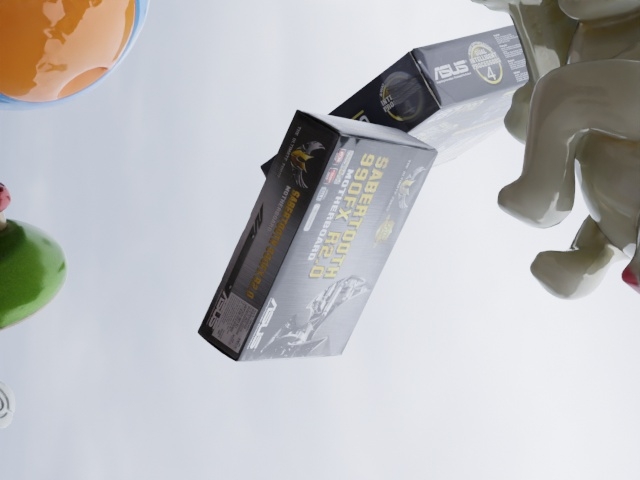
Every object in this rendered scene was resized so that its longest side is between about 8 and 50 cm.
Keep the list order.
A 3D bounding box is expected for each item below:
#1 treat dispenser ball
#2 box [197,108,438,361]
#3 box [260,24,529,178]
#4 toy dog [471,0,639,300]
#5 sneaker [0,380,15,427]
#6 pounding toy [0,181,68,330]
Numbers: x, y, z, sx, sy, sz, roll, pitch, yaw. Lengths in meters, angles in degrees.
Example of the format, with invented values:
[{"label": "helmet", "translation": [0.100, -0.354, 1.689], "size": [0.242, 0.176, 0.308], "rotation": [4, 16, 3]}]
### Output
[{"label": "treat dispenser ball", "translation": [-0.327, -0.283, 1.655], "size": [0.288, 0.288, 0.288], "rotation": [-179, -90, -73]}, {"label": "box", "translation": [0.000, 0.000, 1.434], "size": [0.056, 0.183, 0.231], "rotation": [33, -76, 30]}, {"label": "box", "translation": [0.154, -0.172, 2.085], "size": [0.318, 0.395, 0.097], "rotation": [-32, -98, 43]}, {"label": "toy dog", "translation": [0.340, -0.074, 1.335], "size": [0.284, 0.395, 0.408], "rotation": [77, 0, -49]}, {"label": "sneaker", "translation": [-0.525, 0.192, 2.060], "size": [0.095, 0.235, 0.090], "rotation": [-23, -145, 43]}, {"label": "pounding toy", "translation": [-0.394, 0.011, 1.629], "size": [0.183, 0.237, 0.110], "rotation": [-95, 176, -57]}]
